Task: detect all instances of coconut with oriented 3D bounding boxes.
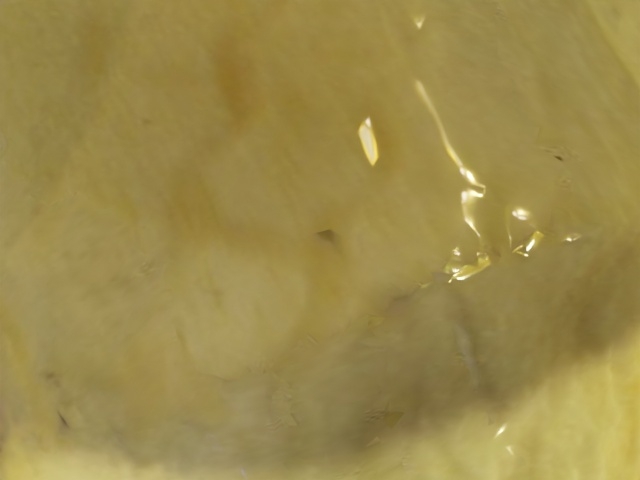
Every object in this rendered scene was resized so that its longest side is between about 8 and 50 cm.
[{"bbox_3d":[0.000,0.000,0.466,0.259,0.259,0.259,32,134,41],"label":"coconut"}]
